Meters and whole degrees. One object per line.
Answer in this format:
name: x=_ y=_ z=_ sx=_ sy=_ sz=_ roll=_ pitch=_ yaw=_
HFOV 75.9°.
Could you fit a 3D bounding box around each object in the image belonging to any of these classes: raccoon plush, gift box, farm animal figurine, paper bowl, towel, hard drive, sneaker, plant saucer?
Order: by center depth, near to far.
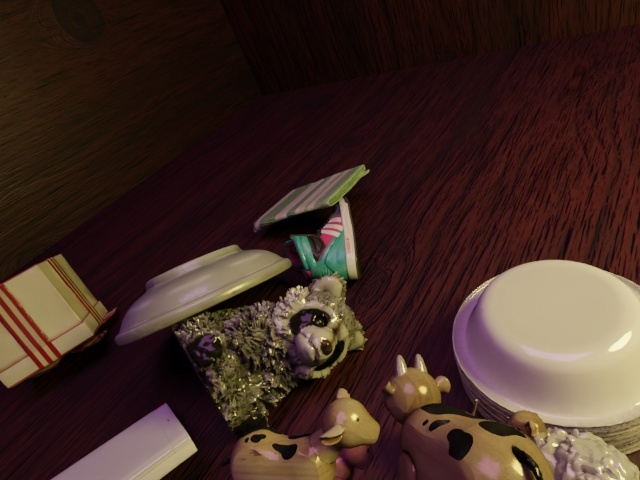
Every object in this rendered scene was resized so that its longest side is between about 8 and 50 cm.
farm animal figurine: x=0.096 y=0.220 z=0.439 sx=0.330 sy=0.172 sz=0.326 roll=-1 pitch=-4 yaw=-35
paper bowl: x=0.336 y=0.140 z=0.588 sx=0.284 sy=0.148 sz=0.284 roll=-16 pitch=35 yaw=12
hard drive: x=-0.369 y=0.399 z=0.668 sx=0.307 sy=0.040 sz=0.203 roll=-30 pitch=11 yaw=-29
raccoon plush: x=-0.126 y=0.158 z=0.826 sx=0.299 sy=0.216 sz=0.446 roll=-30 pitch=32 yaw=-24
plant saucer: x=-0.263 y=0.095 z=0.909 sx=0.400 sy=0.101 sz=0.400 roll=-24 pitch=1 yaw=1
sneaker: x=0.000 y=0.000 z=1.038 sx=0.178 sy=0.124 sz=0.296 roll=-9 pitch=35 yaw=6
gift box: x=-0.733 y=0.202 z=1.104 sx=0.255 sy=0.258 sz=0.276 roll=-32 pitch=13 yaw=-8
towel: x=-0.035 y=-0.122 z=1.216 sx=0.324 sy=0.038 sz=0.248 roll=-13 pitch=23 yaw=41
